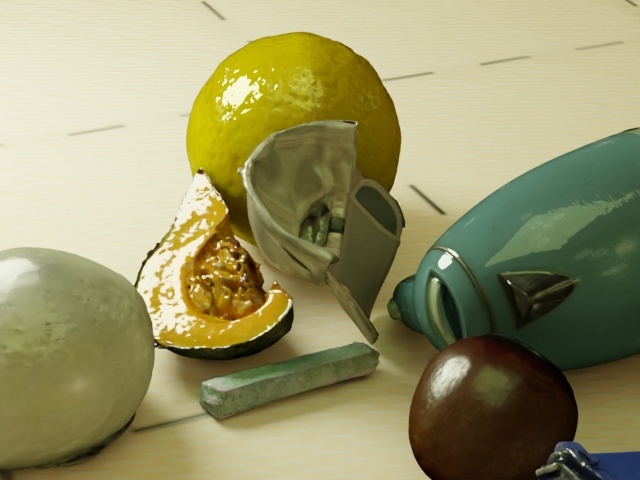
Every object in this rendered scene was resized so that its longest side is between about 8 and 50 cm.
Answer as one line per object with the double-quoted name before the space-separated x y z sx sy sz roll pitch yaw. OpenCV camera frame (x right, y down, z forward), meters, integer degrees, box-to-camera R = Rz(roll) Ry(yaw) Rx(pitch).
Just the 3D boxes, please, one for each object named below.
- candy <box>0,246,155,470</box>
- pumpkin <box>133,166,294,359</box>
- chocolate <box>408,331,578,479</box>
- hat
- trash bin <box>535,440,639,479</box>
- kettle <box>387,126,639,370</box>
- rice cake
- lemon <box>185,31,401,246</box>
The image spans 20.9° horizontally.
"candy" -0.308 0.107 1.783 0.295 0.185 0.295 6 32 -4
"pumpkin" -0.146 0.061 1.981 0.163 0.111 0.278 -22 48 -14
"chocolate" 0.167 0.185 1.746 0.176 0.177 0.177 3 29 -2
"hat" 0.000 0.000 1.973 0.164 0.226 0.219 4 45 12
"trash bin" 0.321 0.277 1.584 0.234 0.163 0.184 -4 30 -26
"kettle" 0.245 0.038 1.969 0.342 0.247 0.319 -19 4 -23
"rice cake" -0.031 0.150 1.889 0.210 0.034 0.043 -13 24 -27
"lemon" -0.033 -0.120 2.139 0.293 0.293 0.293 3 29 -2
